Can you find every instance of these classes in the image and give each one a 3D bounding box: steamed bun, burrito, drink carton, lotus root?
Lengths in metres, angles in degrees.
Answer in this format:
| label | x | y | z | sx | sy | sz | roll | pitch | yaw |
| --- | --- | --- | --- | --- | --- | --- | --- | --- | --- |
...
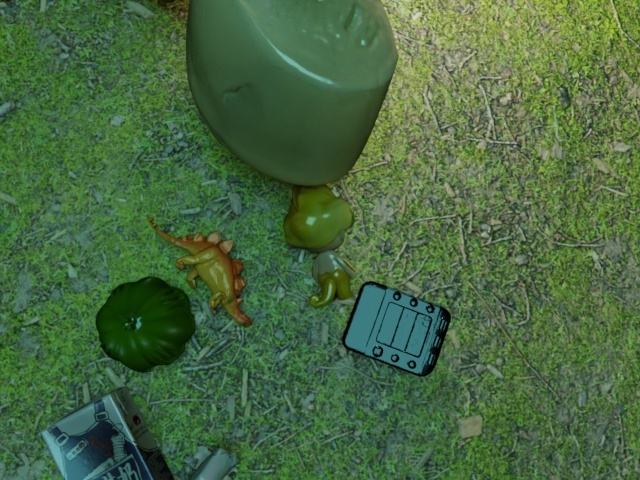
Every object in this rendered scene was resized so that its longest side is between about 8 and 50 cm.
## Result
| label | x | y | z | sx | sy | sz | roll | pitch | yaw |
| --- | --- | --- | --- | --- | --- | --- | --- | --- | --- |
| steamed bun | -0.078 | -0.341 | 0.883 | 0.290 | 0.371 | 0.455 | -16 | 70 | -19 |
| burrito | -0.226 | 0.461 | 0.946 | 0.064 | 0.064 | 0.203 | 37 | 83 | 1 |
| drink carton | -0.372 | 0.392 | 0.924 | 0.134 | 0.102 | 0.222 | -29 | 84 | -6 |
| lotus root | -0.324 | 0.150 | 0.925 | 0.186 | 0.186 | 0.186 | 1 | 82 | -5 |

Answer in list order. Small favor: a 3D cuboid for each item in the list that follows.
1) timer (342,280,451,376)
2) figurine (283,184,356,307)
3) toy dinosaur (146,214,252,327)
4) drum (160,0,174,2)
| label | x | y | z | sx | sy | sz | roll | pitch | yaw |
| --- | --- | --- | --- | --- | --- | --- | --- | --- | --- |
| timer | 0.149 | 0.175 | 1.024 | 0.188 | 0.055 | 0.144 | 21 | 79 | 2 |
| figurine | 0.000 | 0.000 | 1.005 | 0.156 | 0.131 | 0.246 | -17 | 93 | 27 |
| toy dinosaur | -0.211 | 0.043 | 1.002 | 0.117 | 0.070 | 0.288 | -38 | 91 | -19 |
| drum | -0.334 | -0.660 | 0.914 | 0.431 | 0.431 | 0.214 | 41 | 81 | 1 |
